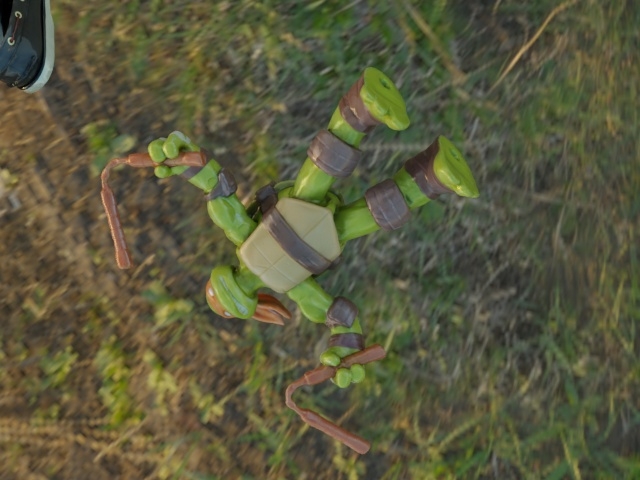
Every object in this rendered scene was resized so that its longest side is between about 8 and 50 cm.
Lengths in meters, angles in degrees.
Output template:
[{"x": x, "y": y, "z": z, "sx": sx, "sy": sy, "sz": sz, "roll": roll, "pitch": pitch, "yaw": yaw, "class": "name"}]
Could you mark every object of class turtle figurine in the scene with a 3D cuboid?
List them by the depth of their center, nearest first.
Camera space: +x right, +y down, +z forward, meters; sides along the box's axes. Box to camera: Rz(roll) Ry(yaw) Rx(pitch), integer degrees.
[{"x": 0.000, "y": 0.000, "z": 1.081, "sx": 0.217, "sy": 0.087, "sz": 0.269, "roll": -39, "pitch": 95, "yaw": 20, "class": "turtle figurine"}]

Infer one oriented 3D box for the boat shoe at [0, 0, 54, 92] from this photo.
[{"x": -0.198, "y": -0.153, "z": 0.999, "sx": 0.042, "sy": 0.133, "sz": 0.049, "roll": 22, "pitch": 133, "yaw": -39, "class": "boat shoe"}]
